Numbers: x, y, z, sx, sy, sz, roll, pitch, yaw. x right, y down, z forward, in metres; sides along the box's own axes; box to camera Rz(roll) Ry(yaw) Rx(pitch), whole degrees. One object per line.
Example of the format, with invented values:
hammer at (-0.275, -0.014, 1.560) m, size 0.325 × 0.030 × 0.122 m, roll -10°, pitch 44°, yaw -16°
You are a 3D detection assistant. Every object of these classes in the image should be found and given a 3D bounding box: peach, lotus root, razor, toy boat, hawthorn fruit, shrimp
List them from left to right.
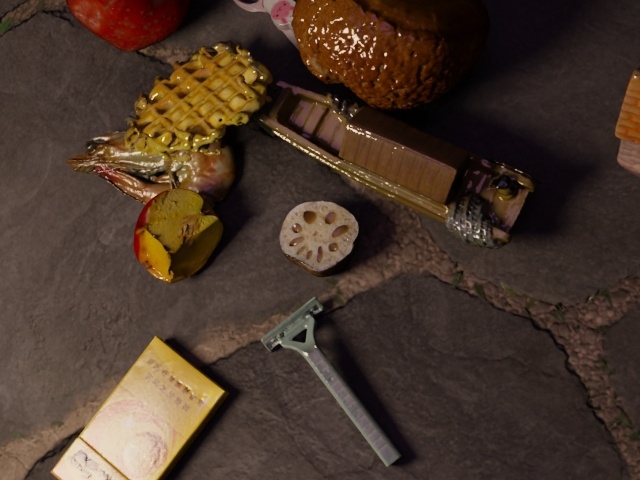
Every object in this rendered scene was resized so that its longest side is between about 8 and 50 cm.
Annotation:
hawthorn fruit at (-0.306, -0.432, 1.756) m, size 0.215 × 0.249 × 0.215 m, roll 11°, pitch 67°, yaw -28°
shrimp at (-0.285, -0.119, 1.773) m, size 0.294 × 0.062 × 0.154 m, roll 4°, pitch 83°, yaw 11°
peach at (-0.229, -0.011, 1.703) m, size 0.151 × 0.118 × 0.151 m, roll 0°, pitch 90°, yaw -26°
lotus root at (0.002, -0.003, 1.671) m, size 0.122 × 0.081 × 0.112 m, roll 29°, pitch 81°, yaw 17°
razor at (0.029, 0.224, 1.619) m, size 0.111 × 0.056 × 0.278 m, roll -38°, pitch 72°, yaw -1°
toy boat at (0.110, -0.124, 1.637) m, size 0.445 × 0.162 × 0.136 m, roll 26°, pitch 86°, yaw 17°

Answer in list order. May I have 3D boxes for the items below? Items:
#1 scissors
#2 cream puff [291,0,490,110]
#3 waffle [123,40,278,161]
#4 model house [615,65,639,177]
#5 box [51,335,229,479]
scissors at (-0.060, -0.385, 1.807) m, size 0.118 × 0.030 × 0.242 m, roll -34°, pitch 70°, yaw 3°
cream puff at (0.100, -0.319, 1.651) m, size 0.302 × 0.212 × 0.303 m, roll 10°, pitch 40°, yaw -8°
waffle at (-0.197, -0.233, 1.715) m, size 0.280 × 0.060 × 0.262 m, roll -11°, pitch 45°, yaw 29°
model house at (0.559, -0.211, 1.526) m, size 0.202 × 0.237 × 0.237 m, roll 25°, pitch 82°, yaw 18°
box at (-0.282, 0.302, 1.670) m, size 0.152 × 0.043 × 0.269 m, roll 36°, pitch 85°, yaw 18°
